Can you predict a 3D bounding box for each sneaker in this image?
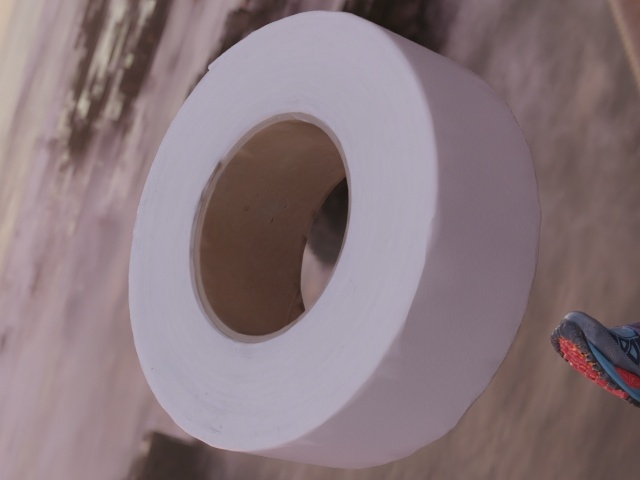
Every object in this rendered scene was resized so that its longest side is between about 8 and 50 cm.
[{"bbox_3d":[0.341,0.107,1.460,0.104,0.262,0.125,32,95,53],"label":"sneaker"}]

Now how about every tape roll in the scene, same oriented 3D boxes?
[{"bbox_3d":[0.000,0.000,0.920,0.286,0.100,0.286,-18,64,43],"label":"tape roll"}]
